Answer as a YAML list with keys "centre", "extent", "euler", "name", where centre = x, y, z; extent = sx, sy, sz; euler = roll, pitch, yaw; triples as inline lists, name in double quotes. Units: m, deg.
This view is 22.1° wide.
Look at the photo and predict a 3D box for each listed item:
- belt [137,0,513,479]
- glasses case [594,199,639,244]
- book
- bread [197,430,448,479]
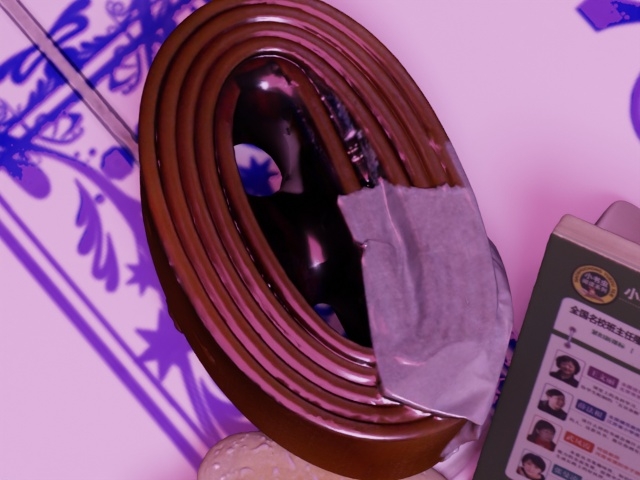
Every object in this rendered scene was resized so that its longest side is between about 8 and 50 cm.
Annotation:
- centre: [0.000, 0.000, 1.112]
  extent: [0.217, 0.122, 0.338]
  euler: [-24, 76, -13]
  name: "belt"
- centre: [0.297, 0.098, 1.092]
  extent: [0.313, 0.131, 0.070]
  euler: [37, 112, 6]
  name: "glasses case"
- centre: [0.210, 0.127, 1.051]
  extent: [0.202, 0.027, 0.264]
  euler: [25, 131, 17]
  name: "book"
- centre: [-0.018, 0.215, 1.090]
  extent: [0.182, 0.039, 0.251]
  euler: [35, 54, 4]
  name: "bread"
